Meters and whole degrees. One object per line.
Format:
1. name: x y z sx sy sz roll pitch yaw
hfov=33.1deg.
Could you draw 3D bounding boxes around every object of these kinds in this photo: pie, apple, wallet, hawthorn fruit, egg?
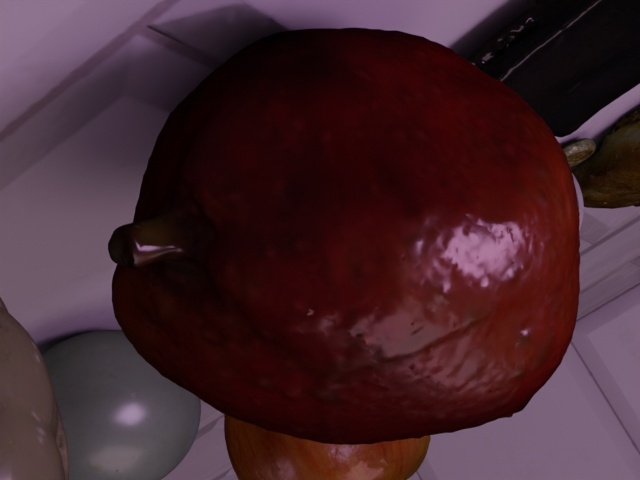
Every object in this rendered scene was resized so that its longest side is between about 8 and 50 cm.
1. pie: 0.281 -0.094 1.245 0.084 0.021 0.084 -26 168 -6
2. apple: 0.010 0.239 1.423 0.286 0.233 0.286 -28 168 -6
3. wallet: 0.223 -0.155 0.923 0.170 0.044 0.321 -39 164 24
4. pie: 0.469 -0.108 1.312 0.355 0.102 0.288 -12 169 23
5. hawthorn fruit: 0.000 0.000 0.653 0.307 0.265 0.265 -5 152 -42
6. egg: -0.193 0.155 0.970 0.149 0.149 0.192 -36 161 24

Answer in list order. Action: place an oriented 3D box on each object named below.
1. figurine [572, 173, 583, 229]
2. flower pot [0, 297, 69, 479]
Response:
1. figurine: 0.211 -0.032 1.179 0.132 0.132 0.153 -29 176 0
2. flower pot: -0.278 0.093 0.448 0.308 0.307 0.244 -27 148 -8
